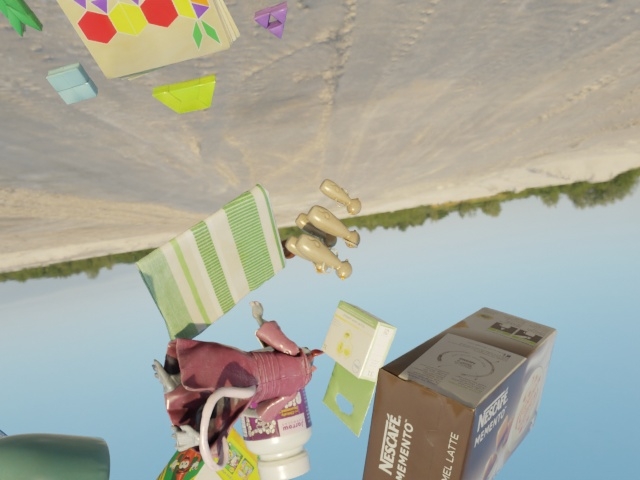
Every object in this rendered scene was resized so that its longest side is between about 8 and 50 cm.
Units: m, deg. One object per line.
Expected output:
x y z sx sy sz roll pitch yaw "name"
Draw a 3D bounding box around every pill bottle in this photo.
-0.113 0.412 1.255 0.170 0.301 0.169 -12 169 -2 "pill bottle"

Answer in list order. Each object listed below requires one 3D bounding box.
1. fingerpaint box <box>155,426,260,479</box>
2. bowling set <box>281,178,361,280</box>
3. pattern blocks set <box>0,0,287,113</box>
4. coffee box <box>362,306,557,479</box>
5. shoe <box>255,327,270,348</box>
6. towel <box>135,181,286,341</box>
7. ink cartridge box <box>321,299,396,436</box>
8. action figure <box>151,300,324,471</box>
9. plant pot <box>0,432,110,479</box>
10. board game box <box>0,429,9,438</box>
-0.331 0.858 1.663 0.163 0.444 0.371 -1 -138 40 "fingerpaint box"
0.000 0.000 1.333 0.200 0.154 0.286 -41 -160 46 "bowling set"
-0.202 -0.273 0.616 0.325 0.026 0.285 -8 143 -1 "pattern blocks set"
0.160 0.176 0.560 0.098 0.141 0.247 17 -163 37 "coffee box"
-0.136 0.363 1.612 0.077 0.219 0.058 -41 159 13 "shoe"
-0.212 0.048 1.092 0.038 0.247 0.325 24 -131 36 "towel"
0.059 0.262 1.087 0.056 0.234 0.171 21 179 -27 "ink cartridge box"
-0.129 0.262 1.038 0.371 0.247 0.276 -5 -178 -36 "action figure"
-0.618 0.539 1.064 0.235 0.292 0.293 29 158 -35 "plant pot"
-0.990 0.495 1.228 0.065 0.319 0.318 -56 177 23 "board game box"
